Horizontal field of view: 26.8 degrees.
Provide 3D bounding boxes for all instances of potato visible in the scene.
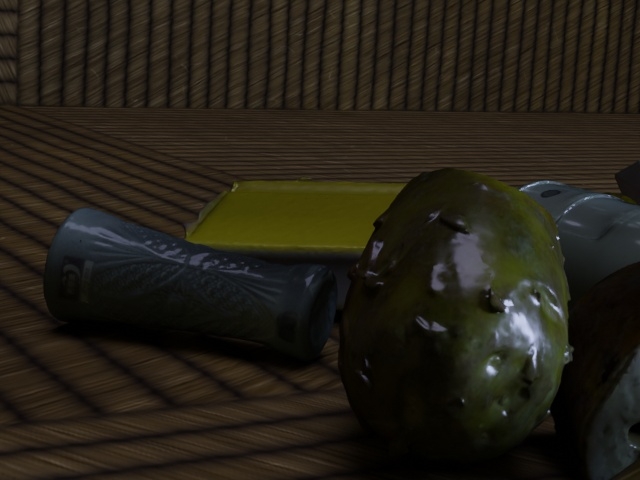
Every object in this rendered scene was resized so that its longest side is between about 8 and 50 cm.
[{"bbox_3d":[0.082,0.039,0.864,0.141,0.176,0.298,27,14,-5],"label":"potato"}]

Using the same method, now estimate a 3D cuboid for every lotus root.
[{"bbox_3d":[0.258,0.085,0.855,0.235,0.138,0.119,6,19,-17],"label":"lotus root"}]

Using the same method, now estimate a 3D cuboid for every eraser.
[{"bbox_3d":[0.000,0.000,1.207,0.226,0.069,0.158,2,27,17],"label":"eraser"}]

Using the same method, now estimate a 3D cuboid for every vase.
[{"bbox_3d":[-0.099,0.038,1.055,0.219,0.096,0.096,10,12,20],"label":"vase"}]

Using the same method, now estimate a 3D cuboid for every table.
[{"bbox_3d":[0.249,0.028,1.130,0.126,0.126,0.220,-3,13,-31],"label":"table"}]

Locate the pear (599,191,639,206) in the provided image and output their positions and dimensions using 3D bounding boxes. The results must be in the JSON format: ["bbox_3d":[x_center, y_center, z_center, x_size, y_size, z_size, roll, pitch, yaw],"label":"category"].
[{"bbox_3d":[0.275,0.003,1.324,0.107,0.107,0.131,4,2,1],"label":"pear"}]

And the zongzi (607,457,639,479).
[{"bbox_3d":[0.189,0.128,0.663,0.256,0.115,0.228,-7,7,1],"label":"zongzi"}]

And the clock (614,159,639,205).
[{"bbox_3d":[0.457,-0.022,1.378,0.235,0.166,0.309,2,18,-11],"label":"clock"}]
